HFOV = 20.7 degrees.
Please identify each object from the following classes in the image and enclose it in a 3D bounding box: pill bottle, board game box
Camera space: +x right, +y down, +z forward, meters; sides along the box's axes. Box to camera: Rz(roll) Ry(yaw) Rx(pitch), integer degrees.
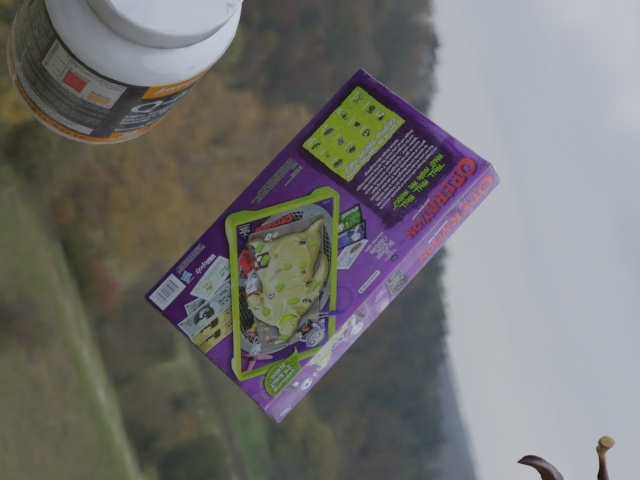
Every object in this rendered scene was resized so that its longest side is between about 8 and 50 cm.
[{"bbox_3d":[-0.157,-0.186,1.433,0.278,0.162,0.162,150,-72,-67],"label":"pill bottle"},{"bbox_3d":[0.000,0.000,1.854,0.208,0.347,0.056,40,-7,36],"label":"board game box"}]

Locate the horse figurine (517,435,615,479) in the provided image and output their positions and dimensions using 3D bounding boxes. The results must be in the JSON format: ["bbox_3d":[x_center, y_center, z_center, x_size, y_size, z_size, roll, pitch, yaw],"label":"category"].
[{"bbox_3d":[0.280,0.288,1.549,0.263,0.066,0.174,42,-35,38],"label":"horse figurine"}]
